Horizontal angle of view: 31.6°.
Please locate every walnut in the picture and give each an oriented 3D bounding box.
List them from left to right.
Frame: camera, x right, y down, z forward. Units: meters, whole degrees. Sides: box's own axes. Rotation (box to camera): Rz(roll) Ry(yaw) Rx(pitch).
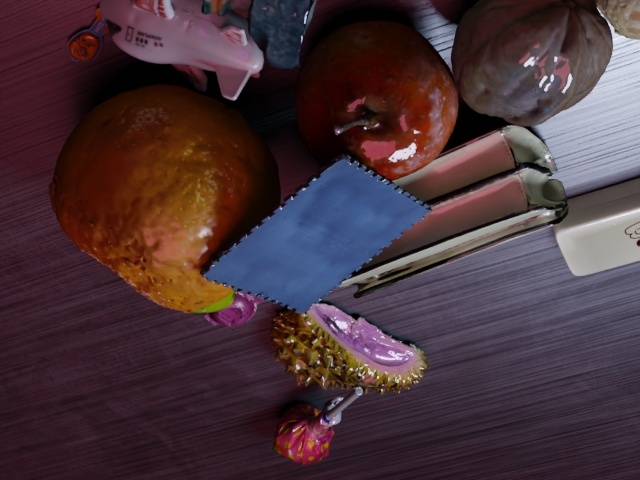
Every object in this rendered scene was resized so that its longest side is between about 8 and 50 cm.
[{"bbox_3d":[0.282,-0.258,1.536,0.224,0.224,0.224,0,138,0],"label":"walnut"}]

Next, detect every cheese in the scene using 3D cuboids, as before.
[{"bbox_3d":[-0.326,-0.292,1.618,0.047,0.017,0.111,25,131,-29],"label":"cheese"},{"bbox_3d":[-0.146,0.114,2.048,0.145,0.038,0.095,-29,132,20],"label":"cheese"}]

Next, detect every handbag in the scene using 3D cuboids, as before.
[{"bbox_3d":[0.189,-0.038,1.765,0.358,0.160,0.237,-21,172,21],"label":"handbag"}]

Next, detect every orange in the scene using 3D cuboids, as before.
[{"bbox_3d":[-0.216,-0.070,1.646,0.293,0.340,0.340,-54,128,-9],"label":"orange"}]

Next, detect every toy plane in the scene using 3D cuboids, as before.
[{"bbox_3d":[-0.187,-0.279,1.518,0.252,0.118,0.252,28,164,8],"label":"toy plane"}]

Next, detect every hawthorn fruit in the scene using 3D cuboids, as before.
[{"bbox_3d":[0.084,-0.178,1.582,0.235,0.263,0.231,-10,141,-14],"label":"hawthorn fruit"}]

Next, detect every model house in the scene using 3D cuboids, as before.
[{"bbox_3d":[-0.132,-0.362,1.386,0.291,0.253,0.184,13,137,-5],"label":"model house"}]

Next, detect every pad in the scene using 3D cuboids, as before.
[{"bbox_3d":[0.000,0.000,1.576,0.269,0.012,0.269,-38,149,16],"label":"pad"}]

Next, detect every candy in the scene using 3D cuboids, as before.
[{"bbox_3d":[0.007,0.345,2.193,0.124,0.124,0.365,13,151,-14],"label":"candy"}]

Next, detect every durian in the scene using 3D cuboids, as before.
[{"bbox_3d":[0.040,0.233,2.126,0.341,0.112,0.191,27,129,-30],"label":"durian"}]

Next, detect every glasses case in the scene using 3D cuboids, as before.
[{"bbox_3d":[0.545,-0.040,1.864,0.313,0.070,0.131,-17,135,17],"label":"glasses case"}]

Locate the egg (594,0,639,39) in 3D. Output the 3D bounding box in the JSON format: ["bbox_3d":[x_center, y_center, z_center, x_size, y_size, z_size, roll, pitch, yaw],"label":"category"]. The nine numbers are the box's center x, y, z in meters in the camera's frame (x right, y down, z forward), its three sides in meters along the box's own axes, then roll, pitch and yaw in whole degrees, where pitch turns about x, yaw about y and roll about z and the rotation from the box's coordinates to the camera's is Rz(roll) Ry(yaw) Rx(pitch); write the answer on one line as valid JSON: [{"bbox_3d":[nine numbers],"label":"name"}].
[{"bbox_3d":[0.450,-0.358,1.420,0.203,0.203,0.245,29,127,-28],"label":"egg"}]

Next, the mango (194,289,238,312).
[{"bbox_3d":[-0.253,0.054,1.930,0.233,0.111,0.125,20,129,-19],"label":"mango"}]
